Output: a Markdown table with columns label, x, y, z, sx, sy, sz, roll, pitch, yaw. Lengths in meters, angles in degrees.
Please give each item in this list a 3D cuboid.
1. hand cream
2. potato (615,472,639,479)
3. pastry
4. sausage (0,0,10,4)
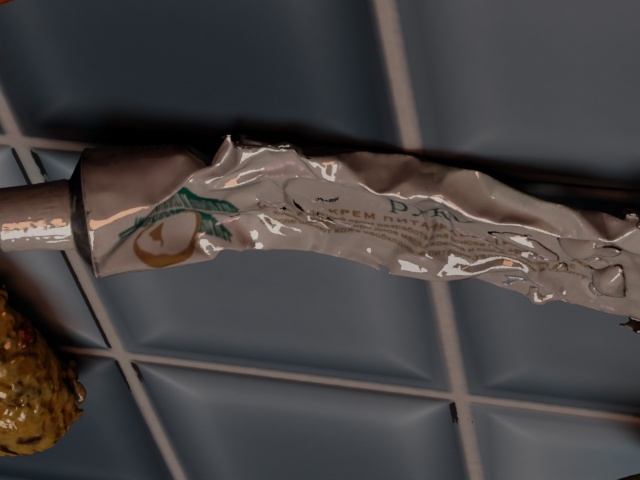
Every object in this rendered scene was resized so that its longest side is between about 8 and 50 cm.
| label | x | y | z | sx | sy | sz | roll | pitch | yaw |
| --- | --- | --- | --- | --- | --- | --- | --- | --- | --- |
| hand cream | 0.000 | -0.003 | 0.679 | 0.257 | 0.050 | 0.084 | 4 | 148 | 7 |
| potato | 0.232 | 0.156 | 0.732 | 0.158 | 0.178 | 0.203 | -33 | 100 | 32 |
| pastry | -0.161 | 0.054 | 0.825 | 0.080 | 0.056 | 0.140 | 7 | 150 | 35 |
| sausage | -0.179 | -0.088 | 0.620 | 0.348 | 0.053 | 0.053 | -11 | 139 | 35 |
